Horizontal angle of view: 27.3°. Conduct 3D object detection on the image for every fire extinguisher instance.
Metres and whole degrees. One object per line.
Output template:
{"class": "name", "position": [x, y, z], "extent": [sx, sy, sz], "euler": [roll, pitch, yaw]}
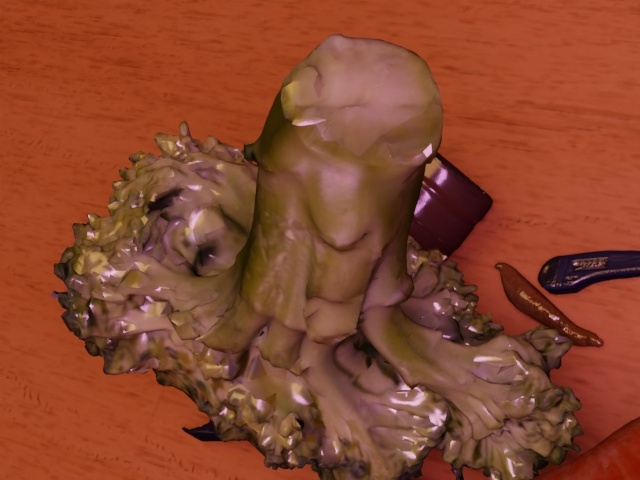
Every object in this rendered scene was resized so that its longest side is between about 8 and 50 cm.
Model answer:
{"class": "fire extinguisher", "position": [-0.003, 0.060, 1.149], "extent": [0.344, 0.102, 0.138], "euler": [-50, 27, 8]}

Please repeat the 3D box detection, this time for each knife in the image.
{"class": "knife", "position": [0.236, 0.023, 1.070], "extent": [0.121, 0.018, 0.031], "euler": [-7, 65, 25]}

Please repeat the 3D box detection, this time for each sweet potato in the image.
{"class": "sweet potato", "position": [0.184, 0.058, 1.085], "extent": [0.115, 0.026, 0.026], "euler": [41, 96, 26]}

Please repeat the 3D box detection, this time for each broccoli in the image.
{"class": "broccoli", "position": [-0.033, 0.008, 0.906], "extent": [0.353, 0.397, 0.275], "euler": [-13, 59, 20]}

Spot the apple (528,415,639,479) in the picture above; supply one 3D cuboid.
{"class": "apple", "position": [0.235, 0.257, 0.853], "extent": [0.301, 0.301, 0.301], "euler": [-8, 72, 26]}
